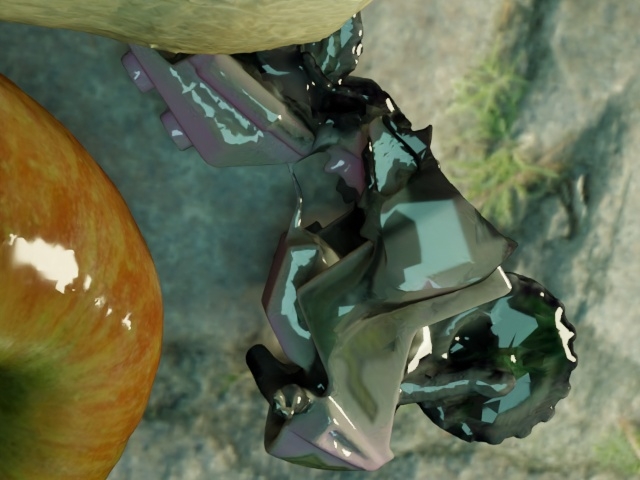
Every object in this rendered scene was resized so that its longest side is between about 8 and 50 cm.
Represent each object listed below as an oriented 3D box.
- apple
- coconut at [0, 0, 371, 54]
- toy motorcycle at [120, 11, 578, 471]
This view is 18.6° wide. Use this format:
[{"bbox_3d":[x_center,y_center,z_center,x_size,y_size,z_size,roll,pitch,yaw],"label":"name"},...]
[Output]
[{"bbox_3d":[-0.236,0.023,1.007,0.277,0.250,0.309,-26,133,-19],"label":"apple"},{"bbox_3d":[-0.070,-0.258,0.890,0.360,0.346,0.346,0,108,-17],"label":"coconut"},{"bbox_3d":[0.000,0.000,1.094,0.188,0.143,0.327,-34,104,0],"label":"toy motorcycle"}]
